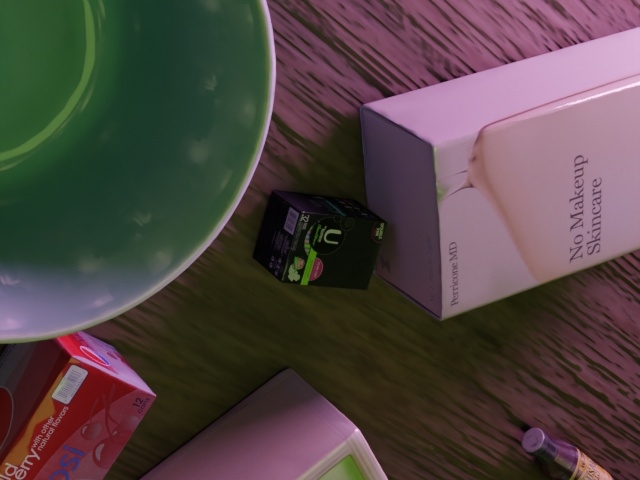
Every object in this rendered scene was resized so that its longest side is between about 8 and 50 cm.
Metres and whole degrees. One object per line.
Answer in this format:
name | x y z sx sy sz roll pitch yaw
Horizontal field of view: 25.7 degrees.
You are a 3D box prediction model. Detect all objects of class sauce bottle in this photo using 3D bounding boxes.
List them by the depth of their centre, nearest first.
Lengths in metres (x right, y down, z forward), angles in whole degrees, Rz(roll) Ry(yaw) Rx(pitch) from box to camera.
sauce bottle | 0.239 0.220 1.360 0.128 0.042 0.042 36 90 -38

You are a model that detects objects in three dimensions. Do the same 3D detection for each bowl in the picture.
bowl | -0.201 -0.107 0.877 0.311 0.163 0.311 -12 116 -26

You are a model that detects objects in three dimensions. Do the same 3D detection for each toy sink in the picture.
toy sink | -0.058 0.248 1.139 0.234 0.131 0.153 -36 124 -13

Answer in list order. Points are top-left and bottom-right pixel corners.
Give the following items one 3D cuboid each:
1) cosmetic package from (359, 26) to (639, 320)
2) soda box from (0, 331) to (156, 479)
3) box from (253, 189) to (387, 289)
cosmetic package | 0.196 -0.065 1.166 0.309 0.113 0.160 -19 120 -24
soda box | -0.236 0.188 1.030 0.083 0.092 0.263 32 92 -38
box | 0.000 0.000 1.113 0.083 0.052 0.062 7 109 -34
